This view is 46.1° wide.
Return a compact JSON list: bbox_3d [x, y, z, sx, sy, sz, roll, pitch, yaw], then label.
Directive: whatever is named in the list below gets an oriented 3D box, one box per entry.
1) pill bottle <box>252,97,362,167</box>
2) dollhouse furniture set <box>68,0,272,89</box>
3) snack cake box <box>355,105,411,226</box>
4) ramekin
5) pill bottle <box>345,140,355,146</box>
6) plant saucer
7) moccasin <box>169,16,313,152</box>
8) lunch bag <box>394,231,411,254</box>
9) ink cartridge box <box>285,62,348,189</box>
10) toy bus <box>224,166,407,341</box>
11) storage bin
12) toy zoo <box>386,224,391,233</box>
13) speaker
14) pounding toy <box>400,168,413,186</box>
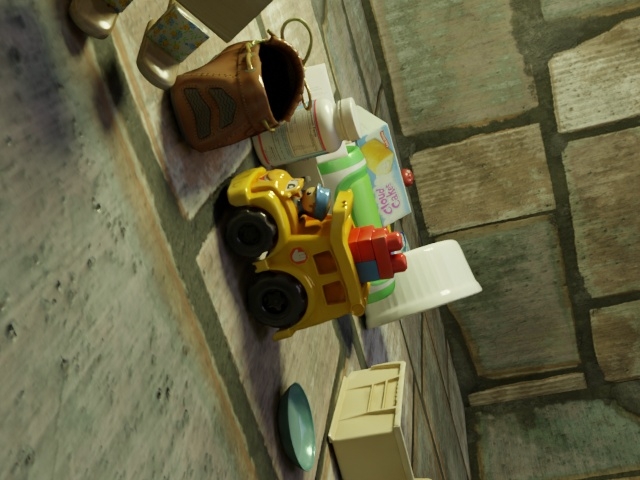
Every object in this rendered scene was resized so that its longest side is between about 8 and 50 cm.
[{"bbox_3d":[-0.021,-0.171,1.169,0.087,0.160,0.087,-12,90,-78],"label":"pill bottle"},{"bbox_3d":[-0.145,-0.254,0.618,0.242,0.212,0.161,37,33,-30],"label":"dollhouse furniture set"},{"bbox_3d":[0.125,-0.184,1.862,0.152,0.089,0.264,45,-20,53],"label":"snack cake box"},{"bbox_3d":[0.216,0.098,1.720,0.277,0.277,0.135,11,60,-76],"label":"ramekin"},{"bbox_3d":[0.042,-0.237,1.721,0.067,0.067,0.120,-50,127,-74],"label":"pill bottle"},{"bbox_3d":[-0.034,0.254,1.023,0.119,0.021,0.119,-12,90,-78],"label":"plant saucer"},{"bbox_3d":[-0.075,-0.214,1.003,0.380,0.147,0.139,-53,130,-74],"label":"moccasin"},{"bbox_3d":[0.224,0.073,2.164,0.151,0.096,0.128,-102,172,-53],"label":"lunch bag"},{"bbox_3d":[-0.021,-0.188,1.276,0.115,0.067,0.198,4,-69,61],"label":"ink cartridge box"},{"bbox_3d":[0.000,0.000,0.989,0.149,0.212,0.220,-65,140,-67],"label":"toy bus"},{"bbox_3d":[0.119,0.388,1.335,0.260,0.123,0.262,-60,136,-72],"label":"storage bin"},{"bbox_3d":[0.168,-0.105,2.232,0.293,0.030,0.192,34,45,-72],"label":"toy zoo"},{"bbox_3d":[0.059,-0.028,1.468,0.131,0.131,0.296,-68,144,-68],"label":"speaker"},{"bbox_3d":[0.177,-0.200,2.070,0.183,0.110,0.236,-37,108,-60],"label":"pounding toy"}]
